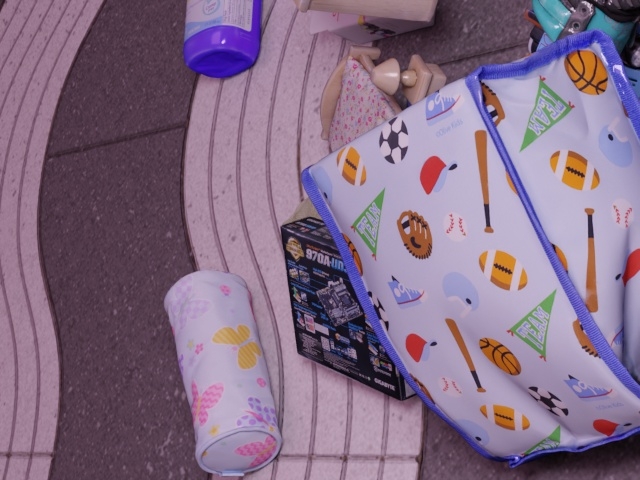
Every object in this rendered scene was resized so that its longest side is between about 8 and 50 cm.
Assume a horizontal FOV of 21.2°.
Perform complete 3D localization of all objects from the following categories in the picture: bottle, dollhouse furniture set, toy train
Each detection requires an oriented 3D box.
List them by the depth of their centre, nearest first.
[{"bbox_3d":[0.295,-0.216,1.901,0.184,0.080,0.105,43,115,49],"label":"toy train"},{"bbox_3d":[-0.003,-0.190,2.087,0.303,0.174,0.355,-117,37,-49],"label":"dollhouse furniture set"},{"bbox_3d":[-0.138,-0.382,2.479,0.118,0.092,0.283,-19,61,47],"label":"bottle"}]

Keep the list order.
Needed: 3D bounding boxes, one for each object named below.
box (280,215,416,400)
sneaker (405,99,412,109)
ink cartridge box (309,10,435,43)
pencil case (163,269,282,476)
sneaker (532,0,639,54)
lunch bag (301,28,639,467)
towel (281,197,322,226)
[{"bbox_3d":[0.040,0.078,2.043,0.220,0.051,0.175,19,123,53],"label":"box"},{"bbox_3d":[0.148,-0.086,2.037,0.087,0.083,0.221,-60,32,35],"label":"sneaker"},{"bbox_3d":[0.070,-0.321,2.227,0.181,0.061,0.104,-7,71,48],"label":"ink cartridge box"},{"bbox_3d":[-0.131,0.171,2.229,0.124,0.113,0.273,-51,41,37],"label":"pencil case"},{"bbox_3d":[0.316,-0.243,1.723,0.295,0.124,0.178,42,127,46],"label":"sneaker"},{"bbox_3d":[0.210,0.027,1.728,0.328,0.239,0.385,-29,84,57],"label":"lunch bag"},{"bbox_3d":[0.000,0.000,2.209,0.110,0.027,0.148,-51,42,25],"label":"towel"}]
